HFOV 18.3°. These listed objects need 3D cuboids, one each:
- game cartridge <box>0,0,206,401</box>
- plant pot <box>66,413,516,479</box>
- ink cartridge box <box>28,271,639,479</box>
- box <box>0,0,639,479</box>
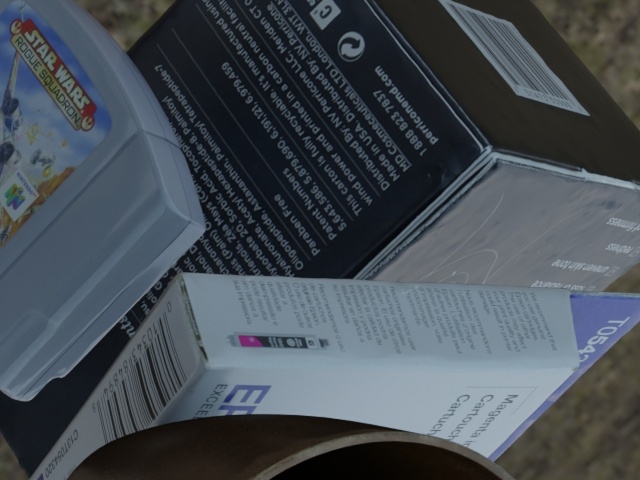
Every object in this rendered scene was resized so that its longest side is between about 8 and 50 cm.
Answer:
[{"bbox_3d":[-0.208,-0.062,1.343,0.198,0.297,0.062,-48,147,15],"label":"game cartridge"},{"bbox_3d":[-0.038,0.166,0.913,0.215,0.230,0.215,-5,101,-29],"label":"plant pot"},{"bbox_3d":[0.000,0.139,1.172,0.330,0.071,0.324,4,142,-31],"label":"ink cartridge box"},{"bbox_3d":[0.000,0.000,1.726,0.472,0.297,0.480,-44,158,19],"label":"box"}]
